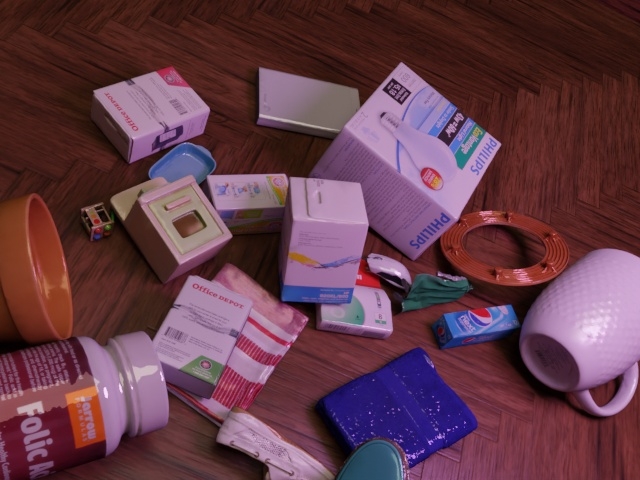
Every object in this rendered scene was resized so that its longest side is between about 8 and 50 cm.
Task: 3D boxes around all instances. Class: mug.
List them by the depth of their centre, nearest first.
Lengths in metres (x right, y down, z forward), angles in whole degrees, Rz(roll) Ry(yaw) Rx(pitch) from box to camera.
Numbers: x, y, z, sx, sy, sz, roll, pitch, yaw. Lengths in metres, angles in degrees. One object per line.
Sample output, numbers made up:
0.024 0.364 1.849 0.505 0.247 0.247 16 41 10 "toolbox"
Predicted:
0.677 0.256 1.705 0.328 0.276 0.374 -31 102 -30 "mug"

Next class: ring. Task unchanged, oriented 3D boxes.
0.488 0.006 1.831 0.337 0.032 0.336 0 34 0 "ring"

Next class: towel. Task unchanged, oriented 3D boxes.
-0.199 0.218 1.492 0.237 0.037 0.329 34 51 4 "towel"
0.166 0.386 1.507 0.308 0.076 0.227 -20 59 -31 "towel"

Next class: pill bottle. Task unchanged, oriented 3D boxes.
-0.483 0.295 1.199 0.392 0.224 0.224 -12 62 -28 "pill bottle"

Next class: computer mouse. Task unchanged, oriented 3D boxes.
0.153 0.055 1.729 0.193 0.042 0.106 29 30 -4 "computer mouse"

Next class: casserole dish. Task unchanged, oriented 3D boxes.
-0.343 -0.168 1.703 0.114 0.037 0.188 36 52 4 "casserole dish"

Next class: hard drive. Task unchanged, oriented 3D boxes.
-0.033 -0.389 1.985 0.308 0.040 0.203 9 54 -18 "hard drive"

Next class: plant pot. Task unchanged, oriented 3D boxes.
-0.605 0.071 1.289 0.204 0.291 0.290 -11 61 -11 "plant pot"

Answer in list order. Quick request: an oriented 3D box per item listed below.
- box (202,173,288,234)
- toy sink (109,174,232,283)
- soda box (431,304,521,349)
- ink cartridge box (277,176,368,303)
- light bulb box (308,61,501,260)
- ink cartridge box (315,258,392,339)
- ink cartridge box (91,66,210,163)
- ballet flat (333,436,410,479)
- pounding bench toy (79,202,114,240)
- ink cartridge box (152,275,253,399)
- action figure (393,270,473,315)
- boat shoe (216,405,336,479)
-0.178 -0.087 1.663 0.203 0.114 0.103 -4 57 -25 "box"
-0.335 -0.051 1.534 0.153 0.131 0.234 -30 83 -38 "toy sink"
0.388 0.214 1.713 0.210 0.071 0.067 -5 59 -25 "soda box"
0.000 0.000 1.561 0.168 0.232 0.171 4 37 -9 "ink cartridge box"
0.229 -0.212 1.826 0.361 0.225 0.358 38 51 -2 "light bulb box"
0.077 0.121 1.664 0.181 0.056 0.224 10 55 -17 "ink cartridge box"
-0.429 -0.320 1.732 0.237 0.100 0.172 -31 72 -37 "ink cartridge box"
0.060 0.607 1.239 0.164 0.182 0.482 5 57 20 "ballet flat"
-0.487 -0.044 1.546 0.083 0.052 0.065 -23 68 -33 "pounding bench toy"
-0.248 0.195 1.415 0.153 0.087 0.208 24 53 0 "ink cartridge box"
0.294 0.123 1.725 0.232 0.137 0.063 -1 44 -33 "action figure"
-0.081 0.438 1.358 0.277 0.098 0.096 34 74 0 "boat shoe"
